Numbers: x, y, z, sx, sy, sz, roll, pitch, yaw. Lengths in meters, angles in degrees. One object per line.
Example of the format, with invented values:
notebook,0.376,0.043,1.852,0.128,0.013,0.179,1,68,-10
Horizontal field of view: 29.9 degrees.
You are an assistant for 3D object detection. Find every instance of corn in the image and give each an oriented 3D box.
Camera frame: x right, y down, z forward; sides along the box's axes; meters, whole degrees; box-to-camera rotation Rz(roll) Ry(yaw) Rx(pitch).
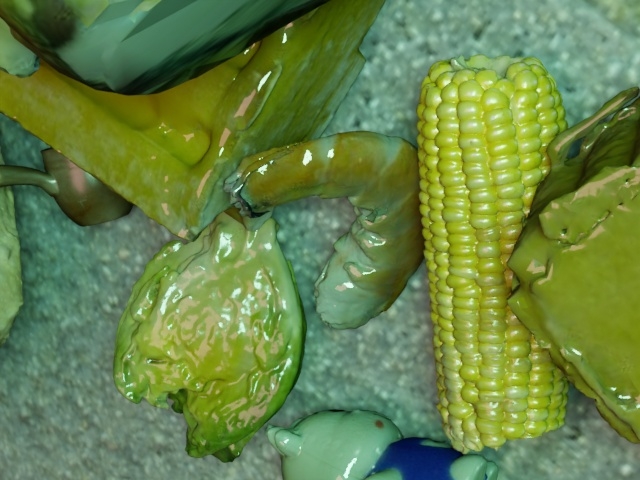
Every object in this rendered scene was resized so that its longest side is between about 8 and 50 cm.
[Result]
corn,0.108,0.008,0.733,0.093,0.093,0.244,5,109,30

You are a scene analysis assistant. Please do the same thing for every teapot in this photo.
teapot,-0.194,-0.047,0.896,0.085,0.110,0.080,0,107,56

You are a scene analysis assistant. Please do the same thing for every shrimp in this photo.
shrimp,0.000,0.000,0.759,0.049,0.166,0.161,56,130,37

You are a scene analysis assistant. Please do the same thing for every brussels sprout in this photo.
brussels sprout,-0.070,0.067,0.859,0.139,0.100,0.181,23,89,26

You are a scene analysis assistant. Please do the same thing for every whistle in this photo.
whistle,0.065,0.175,0.811,0.244,0.110,0.092,22,81,26

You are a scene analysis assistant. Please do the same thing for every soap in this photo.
soap,-0.109,-0.177,0.775,0.281,0.143,0.259,36,104,19

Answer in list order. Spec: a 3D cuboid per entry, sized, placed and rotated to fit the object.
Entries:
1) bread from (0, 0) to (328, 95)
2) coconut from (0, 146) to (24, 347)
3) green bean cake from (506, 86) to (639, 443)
bread,-0.044,-0.237,0.573,0.395,0.239,0.264,-31,73,-7
coconut,-0.409,0.008,0.909,0.404,0.404,0.404,10,110,29
green bean cake,0.237,0.008,0.608,0.229,0.131,0.224,-37,101,29
